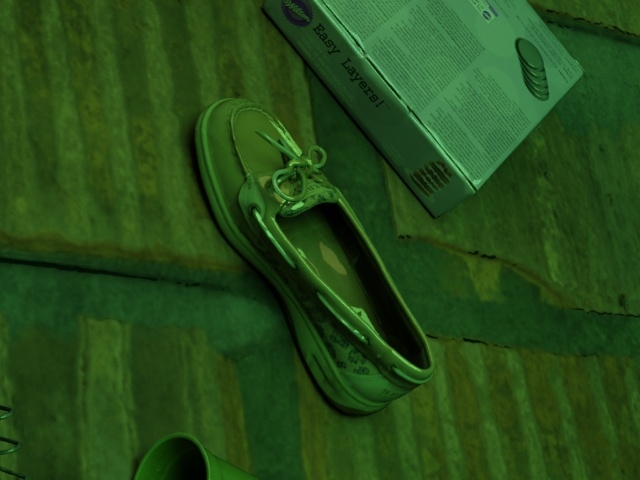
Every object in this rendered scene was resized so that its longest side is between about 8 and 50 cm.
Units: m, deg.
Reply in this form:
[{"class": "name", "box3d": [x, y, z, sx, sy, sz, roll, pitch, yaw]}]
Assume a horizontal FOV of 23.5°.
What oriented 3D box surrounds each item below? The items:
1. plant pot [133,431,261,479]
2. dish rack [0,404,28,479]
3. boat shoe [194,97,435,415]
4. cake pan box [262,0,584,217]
[{"class": "plant pot", "box3d": [-0.080, 0.186, 1.095, 0.079, 0.083, 0.083, 25, 53, -42]}, {"class": "dish rack", "box3d": [-0.251, 0.174, 0.906, 0.208, 0.074, 0.271, -22, 107, -44]}, {"class": "boat shoe", "box3d": [0.000, 0.000, 1.239, 0.104, 0.089, 0.285, -29, 86, -43]}, {"class": "cake pan box", "box3d": [0.100, -0.190, 1.436, 0.267, 0.070, 0.246, 49, 45, -7]}]
